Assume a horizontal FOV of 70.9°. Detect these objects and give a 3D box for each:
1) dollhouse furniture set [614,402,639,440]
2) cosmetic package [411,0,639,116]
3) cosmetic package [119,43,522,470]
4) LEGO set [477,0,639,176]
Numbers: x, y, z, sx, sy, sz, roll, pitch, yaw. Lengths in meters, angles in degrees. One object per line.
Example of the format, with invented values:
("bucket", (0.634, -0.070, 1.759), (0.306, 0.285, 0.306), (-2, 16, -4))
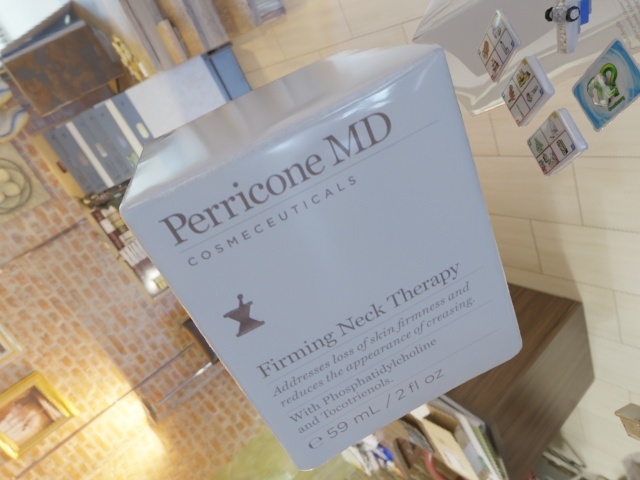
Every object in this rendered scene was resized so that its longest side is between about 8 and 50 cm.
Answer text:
("dollhouse furniture set", (0.594, 0.247, 0.710), (0.161, 0.182, 0.101), (141, 105, -82))
("cosmetic package", (0.350, -0.358, 0.681), (0.197, 0.155, 0.366), (39, 152, -28))
("cosmetic package", (0.000, 0.000, 0.609), (0.393, 0.330, 0.327), (64, 175, -27))
("LEGO set", (0.236, -0.187, 0.414), (0.244, 0.060, 0.182), (75, 173, -76))
